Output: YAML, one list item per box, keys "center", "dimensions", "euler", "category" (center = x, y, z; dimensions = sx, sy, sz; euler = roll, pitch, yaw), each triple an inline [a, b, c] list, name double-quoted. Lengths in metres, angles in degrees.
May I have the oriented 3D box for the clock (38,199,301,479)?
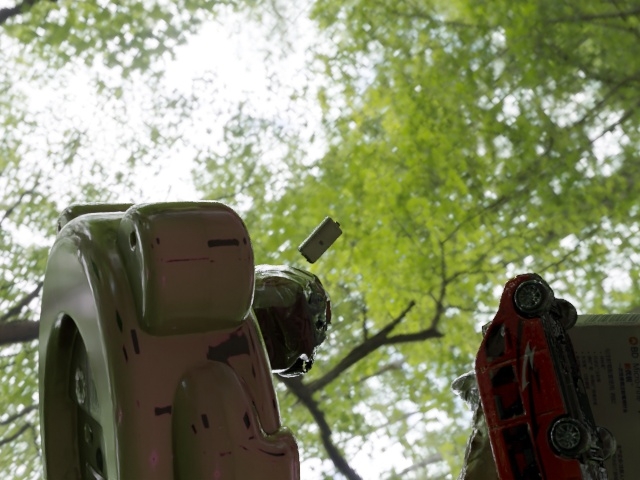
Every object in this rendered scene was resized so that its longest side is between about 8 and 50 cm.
- center: [-0.113, 0.129, 0.512]
  dimensions: [0.114, 0.284, 0.310]
  euler: [-3, -86, -29]
  category: "clock"

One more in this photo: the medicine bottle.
- center: [0.259, 0.177, 0.772]
  dimensions: [0.052, 0.171, 0.201]
  euler: [-13, -85, -55]
  category: "medicine bottle"

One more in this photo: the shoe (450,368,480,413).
- center: [0.334, 0.278, 1.415]
  dimensions: [0.099, 0.227, 0.112]
  euler: [-22, -99, -26]
  category: "shoe"

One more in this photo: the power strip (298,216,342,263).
- center: [0.000, 0.000, 1.341]
  dimensions: [0.090, 0.016, 0.040]
  euler: [-47, -68, -16]
  category: "power strip"

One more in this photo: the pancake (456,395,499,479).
- center: [0.133, 0.343, 0.753]
  dimensions: [0.054, 0.377, 0.197]
  euler: [14, 178, 10]
  category: "pancake"

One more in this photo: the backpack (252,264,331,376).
- center: [-0.109, 0.147, 1.462]
  dimensions: [0.317, 0.283, 0.197]
  euler: [-42, -53, -76]
  category: "backpack"

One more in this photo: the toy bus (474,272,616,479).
- center: [0.192, 0.128, 0.684]
  dimensions: [0.081, 0.089, 0.195]
  euler: [25, -131, -49]
  category: "toy bus"
